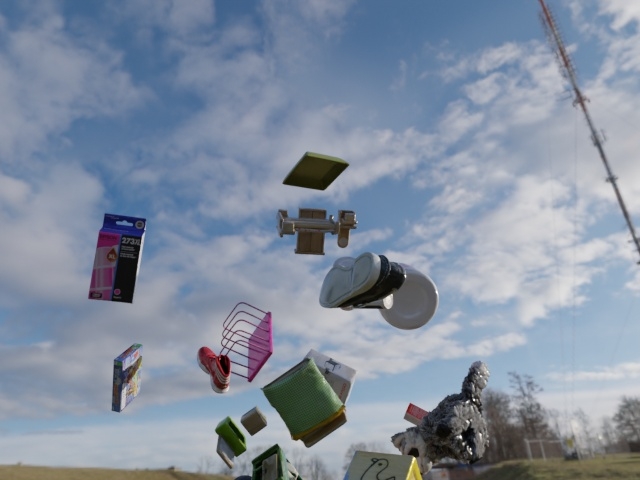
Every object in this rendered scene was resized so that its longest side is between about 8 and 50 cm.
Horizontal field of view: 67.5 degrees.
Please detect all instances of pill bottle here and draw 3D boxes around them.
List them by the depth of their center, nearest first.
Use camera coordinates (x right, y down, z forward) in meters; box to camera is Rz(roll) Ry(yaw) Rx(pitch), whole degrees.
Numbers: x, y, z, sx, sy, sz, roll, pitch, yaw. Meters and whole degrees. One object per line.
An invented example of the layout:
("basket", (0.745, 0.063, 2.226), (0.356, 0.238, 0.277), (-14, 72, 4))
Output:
("pill bottle", (0.321, 0.209, 1.928), (0.228, 0.229, 0.408), (-3, 1, 1))
("pill bottle", (0.138, 0.228, 2.440), (0.152, 0.152, 0.272), (-3, -52, 0))

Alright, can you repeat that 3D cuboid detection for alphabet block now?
("alphabet block", (0.187, 0.768, 1.417), (0.197, 0.192, 0.194), (-8, -68, 29))

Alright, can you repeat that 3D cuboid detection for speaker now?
("speaker", (0.154, 0.185, 1.486), (0.136, 0.055, 0.055), (-6, -24, 41))

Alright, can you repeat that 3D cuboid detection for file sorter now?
("file sorter", (-0.351, 0.459, 2.222), (0.182, 0.291, 0.202), (28, -68, -20))

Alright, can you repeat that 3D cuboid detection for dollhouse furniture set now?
("dollhouse furniture set", (-0.088, 0.469, 1.188), (0.301, 0.198, 0.151), (-35, 10, -1))
("dollhouse furniture set", (0.000, 0.000, 1.645), (0.303, 0.174, 0.355), (2, 12, -8))

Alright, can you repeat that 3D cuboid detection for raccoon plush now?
("raccoon plush", (0.472, 0.679, 1.811), (0.299, 0.216, 0.446), (-30, 7, 47))

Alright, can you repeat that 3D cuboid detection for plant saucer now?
("plant saucer", (-0.021, -0.258, 1.738), (0.188, 0.045, 0.188), (5, -29, -32))

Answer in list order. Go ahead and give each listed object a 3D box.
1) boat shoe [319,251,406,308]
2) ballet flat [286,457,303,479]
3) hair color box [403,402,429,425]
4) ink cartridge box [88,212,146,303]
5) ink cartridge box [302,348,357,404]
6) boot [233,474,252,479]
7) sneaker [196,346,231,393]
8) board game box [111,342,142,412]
("boat shoe", (0.085, 0.107, 1.102), (0.091, 0.114, 0.302), (17, -17, -18))
("ballet flat", (-0.106, 0.974, 1.926), (0.083, 0.247, 0.087), (-34, -11, -48))
("hair color box", (0.445, 0.769, 2.049), (0.167, 0.053, 0.093), (25, -33, 18))
("ink cartridge box", (-0.851, 0.073, 2.015), (0.175, 0.371, 0.069), (8, -10, -14))
("ink cartridge box", (0.021, 0.499, 1.717), (0.190, 0.082, 0.140), (22, -64, 14))
("boot", (-0.261, 0.854, 1.433), (0.112, 0.115, 0.305), (5, 11, 11))
("sneaker", (-0.380, 0.440, 1.761), (0.087, 0.221, 0.128), (-3, -56, -42))
("board game box", (-0.691, 0.489, 1.713), (0.035, 0.201, 0.136), (10, 14, 7))
